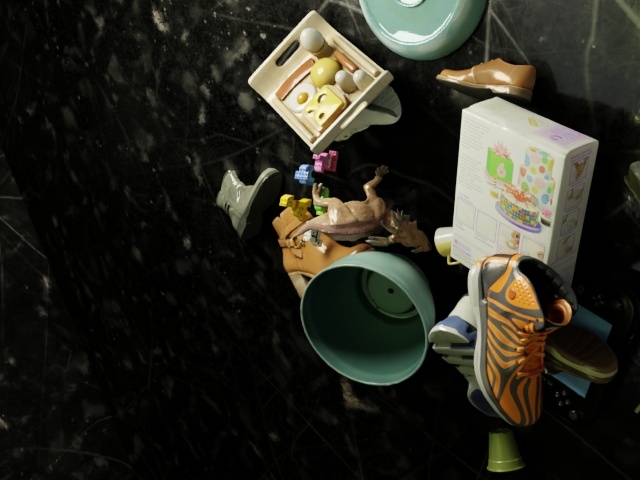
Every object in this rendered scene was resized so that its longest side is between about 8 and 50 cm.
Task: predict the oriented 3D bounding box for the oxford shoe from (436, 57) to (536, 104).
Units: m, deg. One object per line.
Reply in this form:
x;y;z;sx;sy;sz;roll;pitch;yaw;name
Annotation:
0.317;-0.310;1.517;0.212;0.076;0.076;17;89;41;oxford shoe

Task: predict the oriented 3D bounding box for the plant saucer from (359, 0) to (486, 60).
0.184;-0.513;1.571;0.317;0.043;0.318;20;119;40;plant saucer

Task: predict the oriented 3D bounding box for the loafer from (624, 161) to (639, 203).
0.581;-0.016;1.341;0.087;0.094;0.251;-37;79;42;loafer

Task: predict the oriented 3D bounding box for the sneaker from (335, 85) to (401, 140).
0.063;-0.284;1.763;0.297;0.111;0.129;16;134;43;sneaker

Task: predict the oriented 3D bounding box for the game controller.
0.500;0.204;1.534;0.166;0.067;0.319;30;125;33;game controller

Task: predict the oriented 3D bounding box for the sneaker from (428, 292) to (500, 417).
0.359;0.220;1.643;0.127;0.182;0.315;2;137;46;sneaker

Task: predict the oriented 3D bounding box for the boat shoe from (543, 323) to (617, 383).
0.452;0.209;1.497;0.257;0.095;0.095;39;141;57;boat shoe

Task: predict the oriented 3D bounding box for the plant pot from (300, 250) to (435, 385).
0.129;0.143;1.759;0.293;0.196;0.293;12;120;23;plant pot

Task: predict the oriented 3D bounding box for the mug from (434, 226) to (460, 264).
0.286;0.005;1.675;0.064;0.062;0.078;-14;103;38;mug

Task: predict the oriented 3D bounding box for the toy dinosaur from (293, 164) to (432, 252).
0.081;-0.039;1.740;0.200;0.295;0.127;-101;-1;-46;toy dinosaur

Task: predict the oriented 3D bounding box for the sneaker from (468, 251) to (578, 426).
0.364;0.179;1.403;0.180;0.124;0.321;-9;96;60;sneaker

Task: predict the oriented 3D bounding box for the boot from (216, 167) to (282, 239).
-0.201;-0.133;2.090;0.161;0.083;0.246;52;134;24;boot

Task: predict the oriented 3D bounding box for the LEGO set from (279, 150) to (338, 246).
-0.037;-0.105;1.859;0.087;0.093;0.227;10;91;38;LEGO set

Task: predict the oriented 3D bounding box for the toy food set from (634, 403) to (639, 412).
0.645;0.344;1.480;0.122;0.019;0.078;41;131;26;toy food set

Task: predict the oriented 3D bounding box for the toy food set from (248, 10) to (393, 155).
-0.009;-0.338;1.678;0.220;0.092;0.306;-46;47;7;toy food set

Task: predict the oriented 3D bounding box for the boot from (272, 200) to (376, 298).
0.000;0.000;1.939;0.283;0.109;0.220;-32;77;51;boot

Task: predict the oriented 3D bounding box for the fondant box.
0.364;-0.066;1.473;0.238;0.096;0.330;37;140;43;fondant box

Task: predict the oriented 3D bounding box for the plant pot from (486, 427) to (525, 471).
0.398;0.454;1.738;0.083;0.083;0.079;-10;87;47;plant pot
